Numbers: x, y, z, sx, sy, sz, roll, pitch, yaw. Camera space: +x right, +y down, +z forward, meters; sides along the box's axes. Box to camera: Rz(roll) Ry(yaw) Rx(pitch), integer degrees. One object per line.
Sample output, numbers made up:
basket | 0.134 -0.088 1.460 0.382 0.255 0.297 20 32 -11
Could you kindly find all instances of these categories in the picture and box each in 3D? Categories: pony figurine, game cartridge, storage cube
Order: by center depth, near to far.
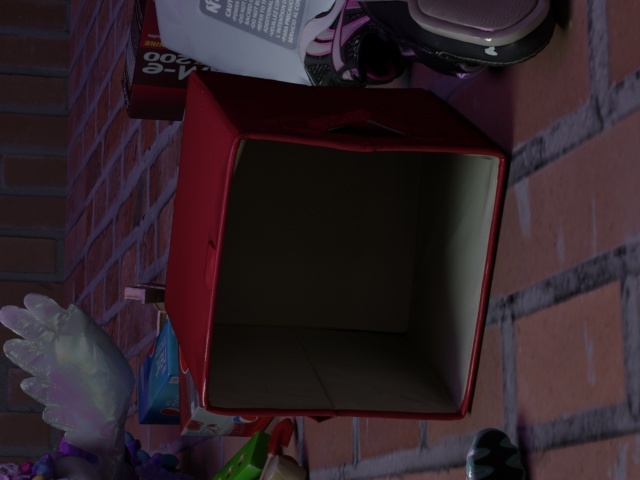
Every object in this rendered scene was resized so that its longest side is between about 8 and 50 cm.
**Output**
storage cube | 0.000 0.000 1.178 0.193 0.184 0.215 -125 40 -67
game cartridge | -0.042 -0.270 1.399 0.060 0.196 0.294 -44 -27 -54
pony figurine | -0.275 0.284 1.919 0.303 0.351 0.363 -45 33 4

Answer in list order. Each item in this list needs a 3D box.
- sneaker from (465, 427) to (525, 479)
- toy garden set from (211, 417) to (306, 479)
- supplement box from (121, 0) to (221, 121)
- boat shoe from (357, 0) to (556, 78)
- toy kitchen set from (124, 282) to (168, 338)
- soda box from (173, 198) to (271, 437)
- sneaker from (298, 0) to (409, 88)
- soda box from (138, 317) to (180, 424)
sneaker | 0.100 0.170 1.053 0.069 0.038 0.098 124 146 -62
toy garden set | -0.064 0.279 1.561 0.204 0.049 0.244 -49 18 44
supplement box | -0.130 -0.238 1.810 0.073 0.130 0.239 -104 21 -46
boat shoe | 0.093 -0.145 1.108 0.079 0.084 0.233 58 171 -24
toy kitchen set | -0.190 0.093 2.109 0.068 0.083 0.075 5 93 34
soda box | -0.097 0.061 1.723 0.092 0.083 0.263 124 146 -61
sneaker | 0.031 -0.146 1.320 0.178 0.072 0.077 112 146 -64
soda box | -0.163 0.154 1.985 0.210 0.067 0.071 127 143 -64
